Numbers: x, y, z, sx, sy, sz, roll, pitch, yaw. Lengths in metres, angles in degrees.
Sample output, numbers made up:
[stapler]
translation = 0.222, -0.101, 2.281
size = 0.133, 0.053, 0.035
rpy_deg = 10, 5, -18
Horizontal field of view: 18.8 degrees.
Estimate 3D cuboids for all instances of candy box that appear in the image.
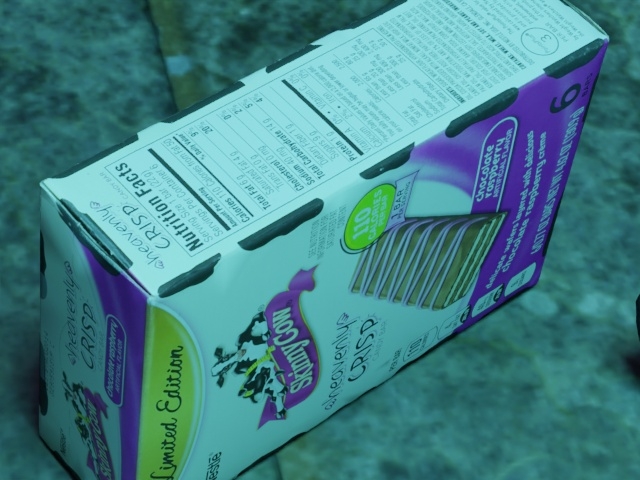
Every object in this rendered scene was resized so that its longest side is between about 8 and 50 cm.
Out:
[candy box]
translation = 0.000, 0.000, 0.780
size = 0.233, 0.159, 0.071
rpy_deg = -30, 59, -28

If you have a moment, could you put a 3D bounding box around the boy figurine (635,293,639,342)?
[boy figurine]
translation = 0.250, -0.024, 0.879
size = 0.177, 0.092, 0.285
rpy_deg = 9, 39, 39
